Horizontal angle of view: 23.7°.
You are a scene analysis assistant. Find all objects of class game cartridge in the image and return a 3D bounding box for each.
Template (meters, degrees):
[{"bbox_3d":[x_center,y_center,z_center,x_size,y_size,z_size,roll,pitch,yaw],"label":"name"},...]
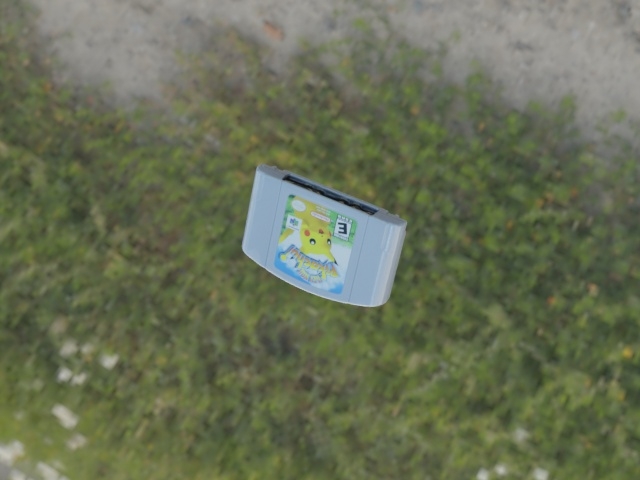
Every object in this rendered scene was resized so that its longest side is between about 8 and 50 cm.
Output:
[{"bbox_3d":[0.000,0.000,0.770,0.083,0.017,0.056,22,123,18],"label":"game cartridge"}]
